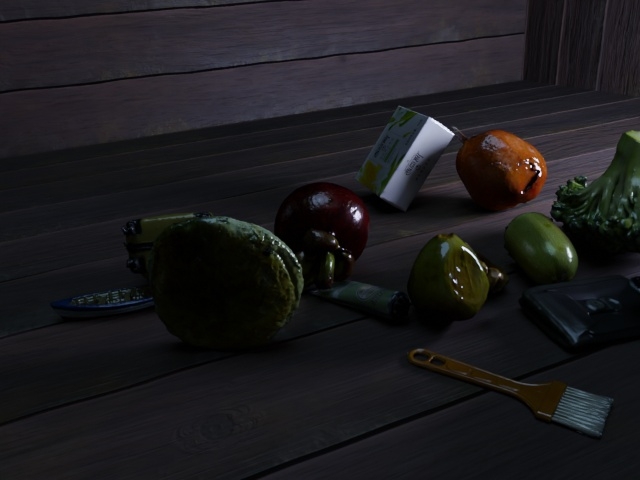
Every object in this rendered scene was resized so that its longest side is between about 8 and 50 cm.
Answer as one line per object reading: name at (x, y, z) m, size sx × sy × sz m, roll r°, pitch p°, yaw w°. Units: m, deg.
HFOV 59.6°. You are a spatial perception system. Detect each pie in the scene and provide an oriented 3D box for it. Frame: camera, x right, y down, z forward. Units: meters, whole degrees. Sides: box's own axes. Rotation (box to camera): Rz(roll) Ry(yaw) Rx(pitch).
pie at (-0.169, 0.081, 0.971) m, size 0.277 × 0.276 × 0.078 m, roll 0°, pitch 27°, yaw 9°

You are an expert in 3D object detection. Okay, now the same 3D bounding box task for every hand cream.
hand cream at (0.083, 0.110, 1.116) m, size 0.086 × 0.055 × 0.235 m, roll -19°, pitch 20°, yaw -37°

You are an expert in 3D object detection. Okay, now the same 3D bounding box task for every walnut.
walnut at (0.310, 0.054, 1.156) m, size 0.143 × 0.069 × 0.170 m, roll 28°, pitch 13°, yaw -16°

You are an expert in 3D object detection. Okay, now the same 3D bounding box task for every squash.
squash at (0.459, 0.028, 1.153) m, size 0.123 × 0.123 × 0.186 m, roll -4°, pitch 26°, yaw 1°

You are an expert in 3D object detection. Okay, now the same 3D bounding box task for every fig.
fig at (0.234, 0.070, 1.033) m, size 0.144 × 0.165 × 0.154 m, roll -14°, pitch 25°, yaw -10°

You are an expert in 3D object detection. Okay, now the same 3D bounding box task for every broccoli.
broccoli at (0.697, -0.076, 1.225) m, size 0.335 × 0.272 × 0.323 m, roll -7°, pitch 48°, yaw -12°

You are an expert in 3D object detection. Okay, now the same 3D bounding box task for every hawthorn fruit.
hawthorn fruit at (0.465, -0.214, 1.528) m, size 0.299 × 0.211 × 0.211 m, roll 48°, pitch 42°, yaw 8°

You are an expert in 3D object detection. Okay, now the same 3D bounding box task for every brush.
brush at (0.276, 0.221, 0.872) m, size 0.315 × 0.017 × 0.090 m, roll 12°, pitch 29°, yaw 35°

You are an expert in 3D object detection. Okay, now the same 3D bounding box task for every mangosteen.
mangosteen at (0.000, 0.000, 1.211) m, size 0.215 × 0.215 × 0.257 m, roll 0°, pitch 51°, yaw 9°

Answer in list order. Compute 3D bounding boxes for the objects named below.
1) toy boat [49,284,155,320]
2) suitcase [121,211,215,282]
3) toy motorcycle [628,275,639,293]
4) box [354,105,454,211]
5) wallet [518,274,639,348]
toy boat at (-0.434, 0.129, 1.157) m, size 0.229 × 0.045 × 0.080 m, roll -9°, pitch 25°, yaw -11°
suitcase at (-0.311, 0.018, 1.219) m, size 0.194 × 0.143 × 0.235 m, roll -6°, pitch 0°, yaw -5°
toy motorcycle at (0.678, 0.078, 0.991) m, size 0.187 × 0.124 × 0.275 m, roll 28°, pitch 33°, yaw 37°
box at (0.236, -0.239, 1.618) m, size 0.111 × 0.260 × 0.194 m, roll 24°, pitch 11°, yaw -26°
wallet at (0.508, 0.123, 1.019) m, size 0.246 × 0.052 × 0.168 m, roll -8°, pitch 29°, yaw -14°
